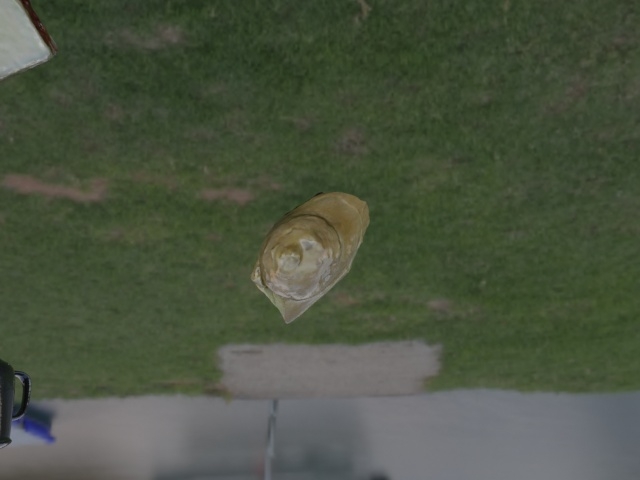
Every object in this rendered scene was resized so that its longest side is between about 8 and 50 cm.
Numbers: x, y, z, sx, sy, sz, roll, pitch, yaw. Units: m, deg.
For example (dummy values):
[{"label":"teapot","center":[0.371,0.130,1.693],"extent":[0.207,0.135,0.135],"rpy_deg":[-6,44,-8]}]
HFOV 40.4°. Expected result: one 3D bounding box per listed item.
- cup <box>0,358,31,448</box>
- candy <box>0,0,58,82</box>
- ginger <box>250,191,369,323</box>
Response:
[{"label":"cup","center":[-0.636,0.309,1.629],"extent":[0.169,0.177,0.223],"rpy_deg":[-12,170,33]},{"label":"candy","center":[-0.510,-0.348,1.151],"extent":[0.179,0.321,0.135],"rpy_deg":[-30,-160,-4]},{"label":"ginger","center":[0.002,-0.002,1.108],"extent":[0.115,0.193,0.122],"rpy_deg":[44,157,-1]}]
